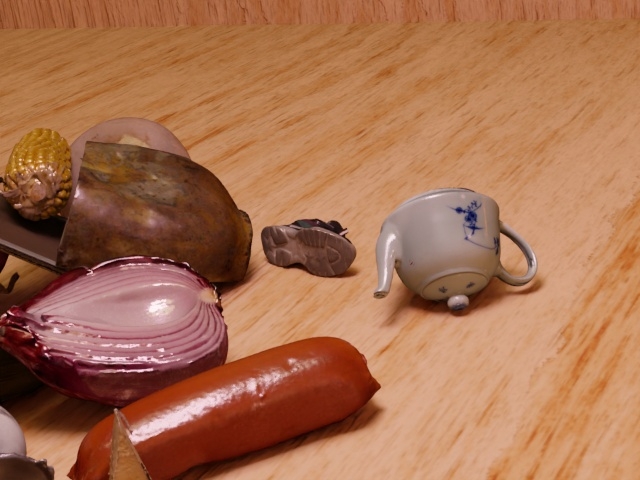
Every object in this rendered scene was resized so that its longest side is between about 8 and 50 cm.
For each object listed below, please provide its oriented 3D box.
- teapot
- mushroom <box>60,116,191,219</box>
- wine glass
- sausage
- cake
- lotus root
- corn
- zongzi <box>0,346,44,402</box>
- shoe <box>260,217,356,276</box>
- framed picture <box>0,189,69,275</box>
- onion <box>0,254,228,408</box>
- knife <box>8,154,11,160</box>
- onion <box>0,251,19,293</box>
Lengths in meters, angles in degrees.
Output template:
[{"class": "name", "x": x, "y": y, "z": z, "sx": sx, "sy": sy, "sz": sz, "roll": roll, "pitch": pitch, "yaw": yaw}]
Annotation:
[{"class": "teapot", "x": 0.168, "y": 0.022, "z": 1.632, "sx": 0.231, "sy": 0.159, "sz": 0.159, "roll": -3, "pitch": 19, "yaw": -17}, {"class": "mushroom", "x": -0.307, "y": -0.088, "z": 2.017, "sx": 0.226, "sy": 0.178, "sz": 0.227, "roll": -11, "pitch": 57, "yaw": 17}, {"class": "wine glass", "x": -0.351, "y": 0.221, "z": 1.316, "sx": 0.103, "sy": 0.103, "sz": 0.222, "roll": -17, "pitch": 25, "yaw": -24}, {"class": "sausage", "x": -0.101, "y": 0.182, "z": 1.344, "sx": 0.348, "sy": 0.094, "sz": 0.097, "roll": -16, "pitch": 19, "yaw": -20}, {"class": "cake", "x": -0.191, "y": 0.226, "z": 1.222, "sx": 0.065, "sy": 0.121, "sz": 0.052, "roll": -19, "pitch": 16, "yaw": -8}, {"class": "lotus root", "x": -0.218, "y": -0.036, "z": 1.771, "sx": 0.260, "sy": 0.149, "sz": 0.267, "roll": 13, "pitch": 18, "yaw": -10}, {"class": "corn", "x": -0.409, "y": -0.099, "z": 1.843, "sx": 0.106, "sy": 0.106, "sz": 0.293, "roll": -10, "pitch": 16, "yaw": -7}, {"class": "zongzi", "x": -0.401, "y": 0.130, "z": 1.453, "sx": 0.220, "sy": 0.112, "sz": 0.242, "roll": -12, "pitch": -11, "yaw": -21}, {"class": "shoe", "x": 0.000, "y": 0.000, "z": 1.822, "sx": 0.169, "sy": 0.071, "sz": 0.099, "roll": 8, "pitch": 23, "yaw": 42}, {"class": "framed picture", "x": -0.359, "y": 0.008, "z": 1.770, "sx": 0.293, "sy": 0.018, "sz": 0.231, "roll": 25, "pitch": 12, "yaw": -19}, {"class": "onion", "x": -0.254, "y": 0.119, "z": 1.495, "sx": 0.283, "sy": 0.120, "sz": 0.227, "roll": -2, "pitch": 31, "yaw": -17}, {"class": "knife", "x": -0.518, "y": -0.120, "z": 2.346, "sx": 0.132, "sy": 0.038, "sz": 0.398, "roll": -10, "pitch": 20, "yaw": -13}, {"class": "onion", "x": -0.515, "y": 0.032, "z": 1.784, "sx": 0.177, "sy": 0.153, "sz": 0.177, "roll": -31, "pitch": 6, "yaw": 3}]
